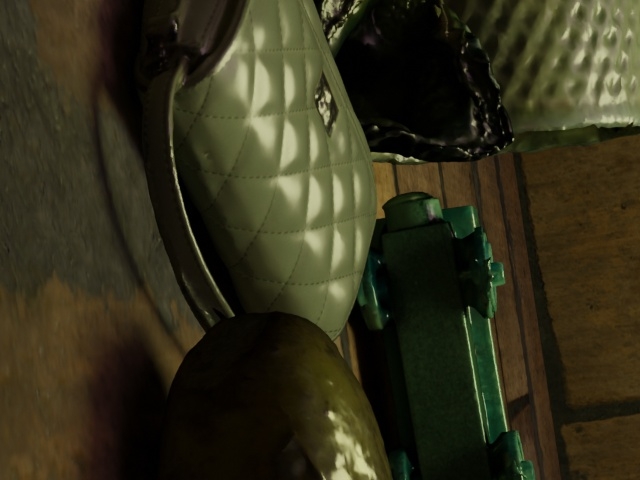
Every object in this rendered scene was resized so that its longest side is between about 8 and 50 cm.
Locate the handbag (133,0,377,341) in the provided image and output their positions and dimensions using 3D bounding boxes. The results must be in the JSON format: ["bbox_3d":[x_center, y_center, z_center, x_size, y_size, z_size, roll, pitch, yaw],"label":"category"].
[{"bbox_3d":[-0.034,-0.034,0.853,0.256,0.079,0.219,66,23,-47],"label":"handbag"}]

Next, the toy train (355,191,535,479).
[{"bbox_3d":[0.101,0.109,1.272,0.194,0.120,0.298,-1,83,-83],"label":"toy train"}]

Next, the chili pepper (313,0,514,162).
[{"bbox_3d":[0.017,-0.151,1.028,0.264,0.116,0.148,53,11,-13],"label":"chili pepper"}]

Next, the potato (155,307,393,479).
[{"bbox_3d":[-0.019,0.147,0.717,0.149,0.113,0.251,30,43,-65],"label":"potato"}]

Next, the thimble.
[{"bbox_3d":[0.126,-0.144,1.219,0.271,0.271,0.150,-2,85,-78],"label":"thimble"}]
